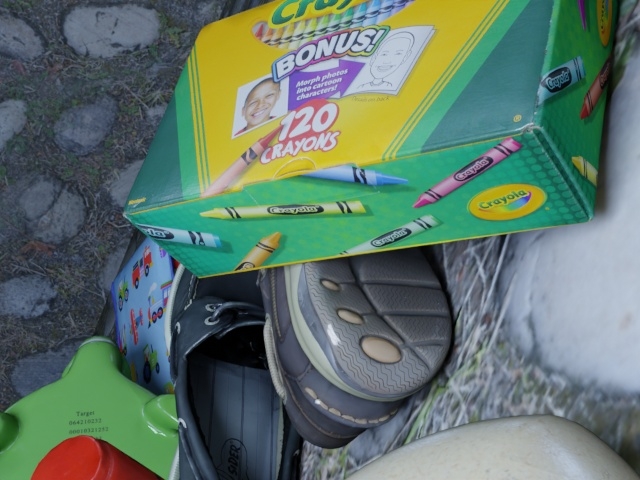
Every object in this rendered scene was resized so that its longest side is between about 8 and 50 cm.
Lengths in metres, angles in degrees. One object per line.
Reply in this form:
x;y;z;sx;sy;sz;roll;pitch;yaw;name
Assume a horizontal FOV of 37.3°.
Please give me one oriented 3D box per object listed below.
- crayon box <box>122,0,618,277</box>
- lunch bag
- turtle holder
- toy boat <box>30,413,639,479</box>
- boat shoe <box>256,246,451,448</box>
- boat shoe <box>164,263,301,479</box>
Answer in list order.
0.027;-0.079;0.567;0.278;0.081;0.165;-9;50;36;crayon box
-0.166;0.149;1.107;0.221;0.138;0.293;-42;41;52;lunch bag
-0.235;0.255;0.922;0.320;0.243;0.227;51;150;24;turtle holder
0.001;0.177;0.390;0.318;0.148;0.267;16;60;46;toy boat
0.000;0.000;0.714;0.130;0.132;0.355;-58;19;33;boat shoe
-0.068;0.112;0.807;0.113;0.127;0.340;-49;28;48;boat shoe
